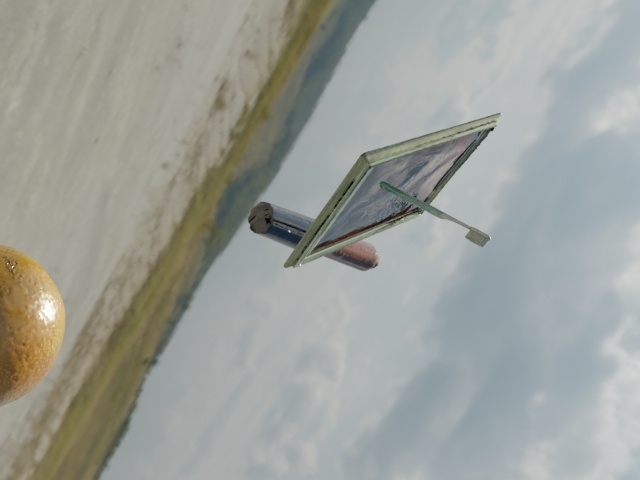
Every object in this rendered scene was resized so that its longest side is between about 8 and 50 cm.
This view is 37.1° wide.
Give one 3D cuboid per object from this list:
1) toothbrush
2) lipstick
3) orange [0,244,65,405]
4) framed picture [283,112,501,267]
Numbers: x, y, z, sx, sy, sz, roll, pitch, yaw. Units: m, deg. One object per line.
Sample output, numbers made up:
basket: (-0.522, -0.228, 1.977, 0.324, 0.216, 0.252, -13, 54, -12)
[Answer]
toothbrush: (0.118, -0.030, 1.022, 0.014, 0.011, 0.167, -49, -134, -9)
lipstick: (0.000, 0.000, 2.046, 0.077, 0.418, 0.077, -11, -109, 34)
orange: (-0.535, 0.136, 1.481, 0.274, 0.274, 0.274, -56, -173, 11)
framed picture: (0.095, -0.062, 1.193, 0.273, 0.016, 0.216, -22, 157, -42)
